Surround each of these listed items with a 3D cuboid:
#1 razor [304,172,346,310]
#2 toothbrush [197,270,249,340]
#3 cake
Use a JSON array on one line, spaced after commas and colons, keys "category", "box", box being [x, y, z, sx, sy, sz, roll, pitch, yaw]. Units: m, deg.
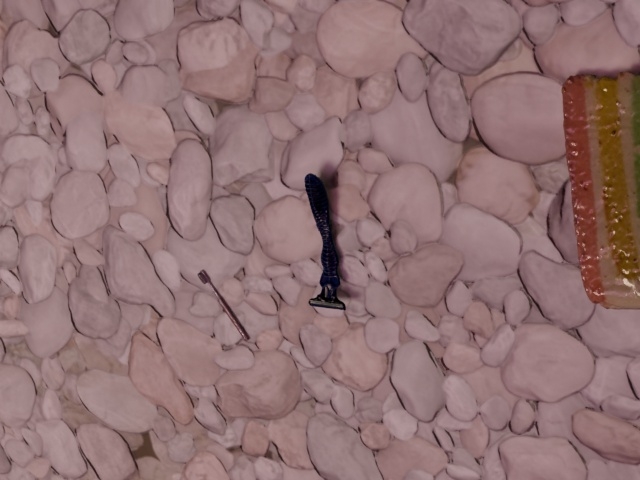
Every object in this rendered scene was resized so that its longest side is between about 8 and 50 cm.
[{"category": "razor", "box": [0.002, -0.001, 1.238, 0.044, 0.028, 0.154, 4, 113, 29]}, {"category": "toothbrush", "box": [-0.111, 0.076, 1.335, 0.006, 0.008, 0.097, -29, 98, 45]}, {"category": "cake", "box": [0.283, -0.040, 1.057, 0.109, 0.090, 0.225, -5, 108, 31]}]
